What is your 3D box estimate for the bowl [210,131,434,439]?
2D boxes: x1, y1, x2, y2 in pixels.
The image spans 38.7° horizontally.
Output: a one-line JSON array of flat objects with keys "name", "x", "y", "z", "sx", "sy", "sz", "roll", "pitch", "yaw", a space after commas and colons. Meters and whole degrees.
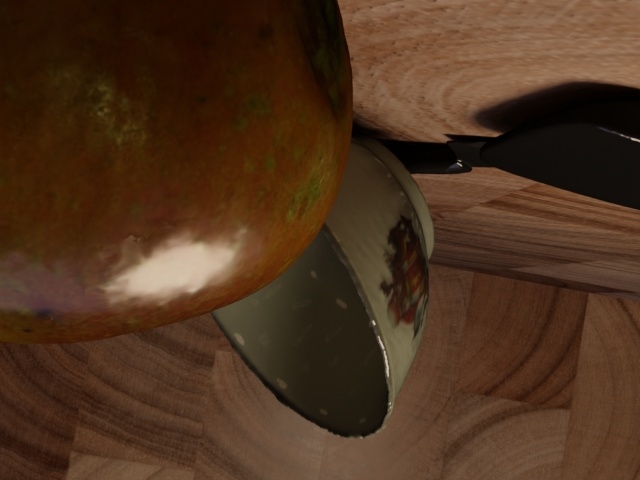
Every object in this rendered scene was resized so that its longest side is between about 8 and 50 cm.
[{"name": "bowl", "x": 0.000, "y": 0.000, "z": 0.833, "sx": 0.157, "sy": 0.337, "sz": 0.337, "roll": -33, "pitch": -162, "yaw": -25}]

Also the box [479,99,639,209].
[{"name": "box", "x": 0.232, "y": -0.056, "z": 0.663, "sx": 0.213, "sy": 0.042, "sz": 0.201, "roll": 12, "pitch": 175, "yaw": -17}]

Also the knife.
[{"name": "knife", "x": 0.146, "y": -0.075, "z": 0.791, "sx": 0.230, "sy": 0.028, "sz": 0.060, "roll": 4, "pitch": 165, "yaw": 33}]

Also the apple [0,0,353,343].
[{"name": "apple", "x": -0.105, "y": -0.070, "z": 0.384, "sx": 0.237, "sy": 0.207, "sz": 0.237, "roll": 3, "pitch": -166, "yaw": -1}]
